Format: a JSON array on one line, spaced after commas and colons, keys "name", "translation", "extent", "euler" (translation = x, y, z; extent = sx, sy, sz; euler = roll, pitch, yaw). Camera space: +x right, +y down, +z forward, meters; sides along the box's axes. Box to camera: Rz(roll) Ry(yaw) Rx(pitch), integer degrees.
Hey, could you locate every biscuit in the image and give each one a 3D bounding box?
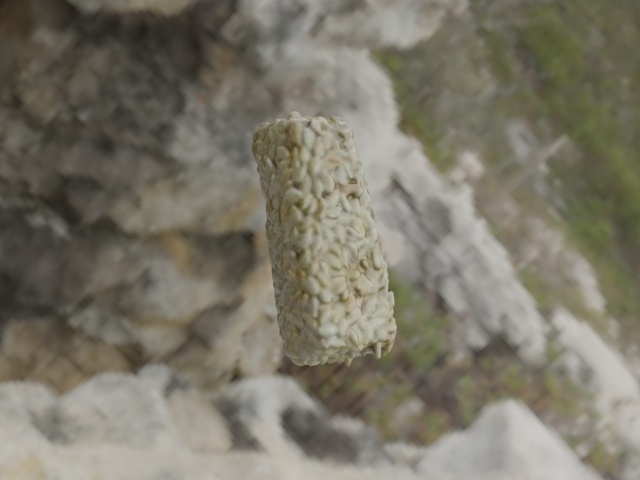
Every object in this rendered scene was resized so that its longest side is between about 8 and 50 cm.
[{"name": "biscuit", "translation": [0.000, 0.000, 1.235], "extent": [0.070, 0.082, 0.168], "euler": [-7, 85, -30]}]
